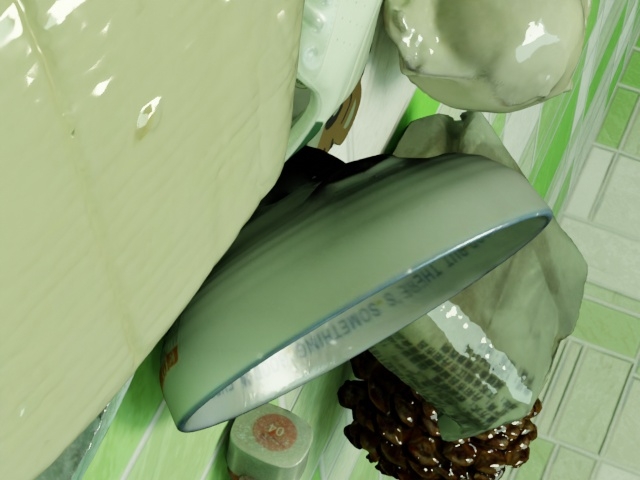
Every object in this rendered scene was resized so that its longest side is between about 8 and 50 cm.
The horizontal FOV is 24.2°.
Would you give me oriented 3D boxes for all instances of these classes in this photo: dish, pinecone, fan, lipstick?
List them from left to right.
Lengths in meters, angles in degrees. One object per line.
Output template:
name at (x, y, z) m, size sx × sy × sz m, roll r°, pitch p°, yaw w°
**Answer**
lipstick at (-0.051, 0.211, 1.235) m, size 0.186 × 0.063 × 0.057 m, roll 102°, pitch 15°, yaw -49°
dish at (0.000, 0.000, 0.958) m, size 0.273 × 0.133 × 0.273 m, roll -29°, pitch 171°, yaw -5°
fan at (0.001, -0.105, 1.081) m, size 0.226 × 0.008 × 0.152 m, roll -50°, pitch 157°, yaw -56°
pinecone at (0.115, 0.159, 1.532) m, size 0.221 × 0.221 × 0.221 m, roll 20°, pitch 90°, yaw -77°

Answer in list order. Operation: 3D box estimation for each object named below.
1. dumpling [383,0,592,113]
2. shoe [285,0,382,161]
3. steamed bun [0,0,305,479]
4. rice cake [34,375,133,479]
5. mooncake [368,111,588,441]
dumpling at (0.145, -0.200, 1.224) m, size 0.258 × 0.147 × 0.193 m, roll 8°, pitch 94°, yaw -46°
shoe at (-0.010, -0.142, 0.807) m, size 0.265 × 0.095 × 0.110 m, roll 97°, pitch 19°, yaw -52°
steamed bun at (-0.114, -0.050, 0.401) m, size 0.250 × 0.155 × 0.200 m, roll -51°, pitch 155°, yaw -36°
rice cake at (-0.153, 0.142, 0.781) m, size 0.043 × 0.034 × 0.211 m, roll 99°, pitch 15°, yaw -69°
mooncake at (0.124, 0.039, 1.370) m, size 0.254 × 0.136 × 0.250 m, roll 50°, pitch 46°, yaw -23°
